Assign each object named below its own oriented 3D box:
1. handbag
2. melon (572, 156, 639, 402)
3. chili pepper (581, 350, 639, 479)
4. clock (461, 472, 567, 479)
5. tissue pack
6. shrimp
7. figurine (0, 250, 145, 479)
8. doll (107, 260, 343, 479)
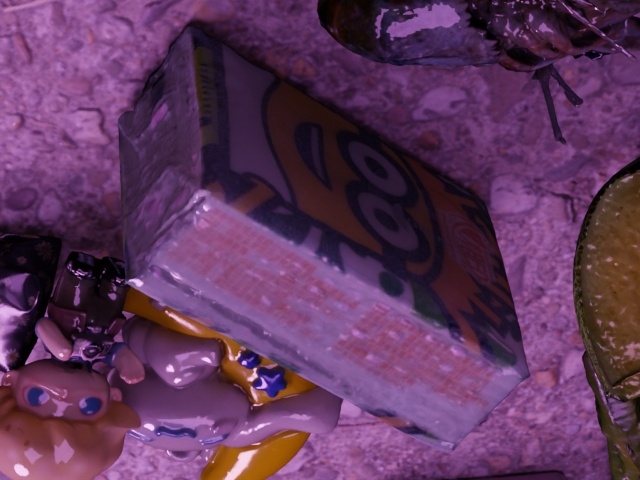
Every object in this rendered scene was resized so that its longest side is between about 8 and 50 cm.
[{"bbox_3d":[-0.291,0.042,1.573,0.139,0.072,0.115,15,129,-10],"label":"handbag"},{"bbox_3d":[0.308,-0.007,1.566,0.265,0.129,0.169,-30,95,4],"label":"melon"},{"bbox_3d":[0.289,0.175,1.731,0.085,0.076,0.359,6,131,22],"label":"chili pepper"},{"bbox_3d":[0.139,0.297,1.809,0.197,0.063,0.150,-5,127,-1],"label":"clock"},{"bbox_3d":[0.000,0.000,1.469,0.311,0.228,0.128,29,119,-25],"label":"tissue pack"},{"bbox_3d":[0.185,-0.172,1.406,0.372,0.137,0.172,-3,118,8],"label":"shrimp"},{"bbox_3d":[-0.197,0.107,1.538,0.114,0.108,0.196,9,115,-38],"label":"figurine"},{"bbox_3d":[-0.104,0.121,1.621,0.252,0.111,0.237,4,126,-4],"label":"doll"}]
